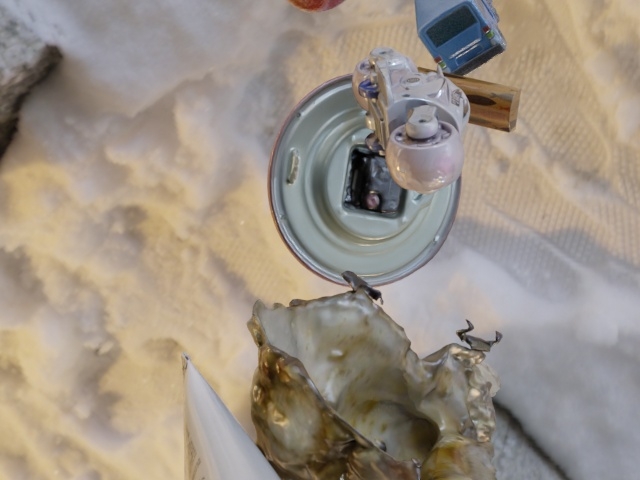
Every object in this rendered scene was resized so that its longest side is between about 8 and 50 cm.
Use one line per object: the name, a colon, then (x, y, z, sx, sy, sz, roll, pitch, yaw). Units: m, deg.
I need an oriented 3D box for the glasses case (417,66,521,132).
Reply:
glasses case: (0.212, -0.210, 1.551, 0.169, 0.041, 0.065, 17, 119, 26)

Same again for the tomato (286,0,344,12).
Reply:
tomato: (-0.008, -0.534, 1.943, 0.200, 0.140, 0.233, -40, 118, 8)

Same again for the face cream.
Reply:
face cream: (-0.049, 0.148, 0.586, 0.058, 0.243, 0.092, -6, 107, -19)

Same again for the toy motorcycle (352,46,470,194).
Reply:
toy motorcycle: (0.096, -0.127, 1.024, 0.112, 0.254, 0.113, -4, 120, -8)

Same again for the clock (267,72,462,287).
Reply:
clock: (0.053, -0.067, 1.167, 0.056, 0.244, 0.244, 11, 131, 64)

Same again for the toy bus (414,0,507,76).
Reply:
toy bus: (0.225, -0.373, 1.717, 0.116, 0.234, 0.133, -31, 116, 21)

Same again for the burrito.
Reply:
burrito: (0.274, 0.259, 1.968, 0.117, 0.392, 0.076, 31, 93, 23)

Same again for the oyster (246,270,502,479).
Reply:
oyster: (0.059, 0.124, 0.740, 0.133, 0.337, 0.198, -35, 70, 20)
